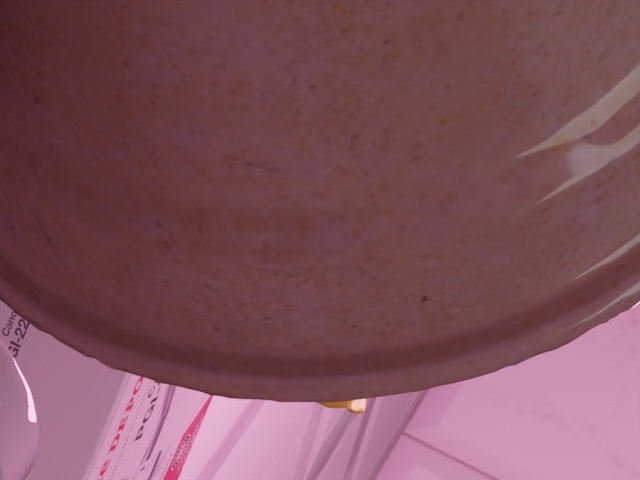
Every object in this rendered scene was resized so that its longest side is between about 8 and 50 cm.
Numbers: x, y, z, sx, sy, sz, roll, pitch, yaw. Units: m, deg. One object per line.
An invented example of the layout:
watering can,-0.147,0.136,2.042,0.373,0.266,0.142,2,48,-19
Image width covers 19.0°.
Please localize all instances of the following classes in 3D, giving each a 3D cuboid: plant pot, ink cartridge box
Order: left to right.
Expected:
ink cartridge box,-0.128,0.083,1.085,0.158,0.092,0.218,-67,167,14
plant pot,-0.012,-0.170,0.560,0.334,0.334,0.305,-59,157,-25

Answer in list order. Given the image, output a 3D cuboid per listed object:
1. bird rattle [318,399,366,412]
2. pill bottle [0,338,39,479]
bird rattle,0.000,0.000,1.437,0.253,0.143,0.207,-61,153,-29
pill bottle,-0.211,0.122,0.611,0.264,0.153,0.153,-53,164,-45
